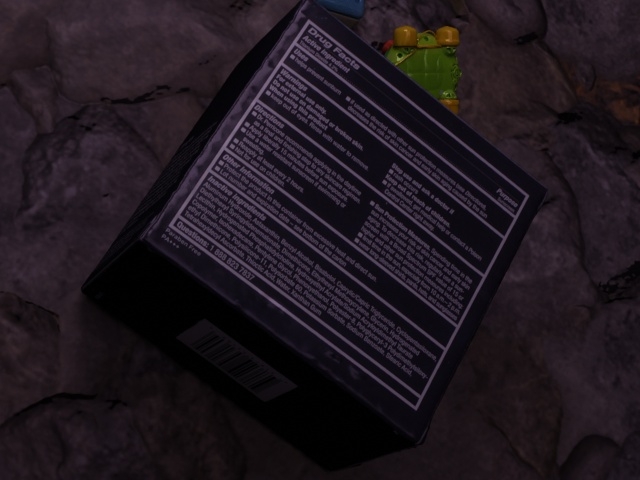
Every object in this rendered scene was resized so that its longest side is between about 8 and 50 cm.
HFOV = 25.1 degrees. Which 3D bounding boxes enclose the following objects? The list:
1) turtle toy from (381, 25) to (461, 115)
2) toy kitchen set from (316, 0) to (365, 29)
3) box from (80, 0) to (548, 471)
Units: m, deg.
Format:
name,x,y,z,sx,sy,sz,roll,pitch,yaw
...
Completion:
name,x,y,z,sx,sy,sz,roll,pitch,yaw
turtle toy,0.085,-0.171,1.465,0.130,0.066,0.095,-2,97,-24
toy kitchen set,-0.028,-0.315,1.404,0.207,0.166,0.122,13,67,-21
box,0.000,0.000,1.297,0.296,0.183,0.294,38,62,-11
